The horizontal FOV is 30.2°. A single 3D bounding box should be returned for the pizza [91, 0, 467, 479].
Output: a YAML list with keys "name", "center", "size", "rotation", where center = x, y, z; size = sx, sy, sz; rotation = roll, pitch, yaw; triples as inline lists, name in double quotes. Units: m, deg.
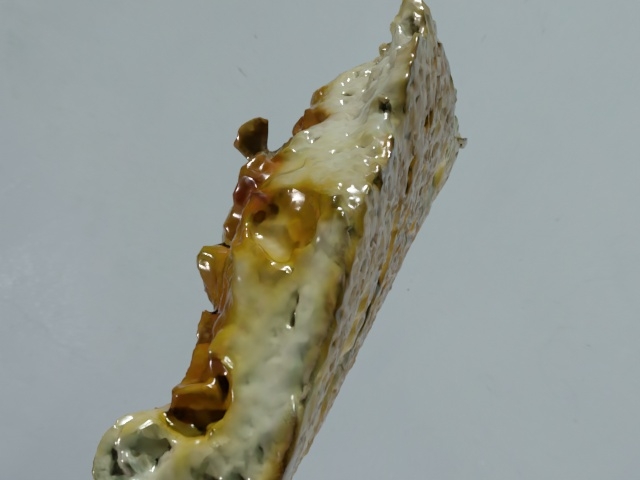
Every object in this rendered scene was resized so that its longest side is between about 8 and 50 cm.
- name: "pizza"
  center: [0.000, 0.000, 0.520]
  size: [0.073, 0.365, 0.182]
  rotation: [19, 126, 10]
